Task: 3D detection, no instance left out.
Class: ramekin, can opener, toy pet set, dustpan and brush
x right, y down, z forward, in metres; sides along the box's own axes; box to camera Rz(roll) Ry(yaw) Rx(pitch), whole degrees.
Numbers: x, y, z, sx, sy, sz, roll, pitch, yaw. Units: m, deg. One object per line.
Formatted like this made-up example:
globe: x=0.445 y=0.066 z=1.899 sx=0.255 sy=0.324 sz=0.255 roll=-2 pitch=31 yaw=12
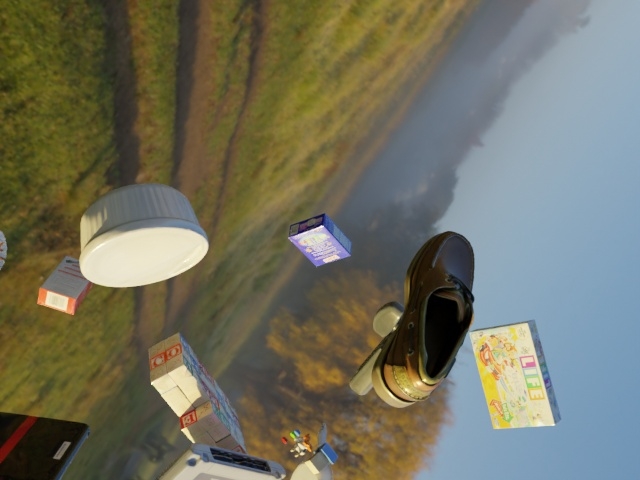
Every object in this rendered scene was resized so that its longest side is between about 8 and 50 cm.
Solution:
ramekin: x=-0.383 y=-0.014 z=1.587 sx=0.273 sy=0.127 sz=0.273 roll=-16 pitch=157 yaw=-7
can opener: x=0.128 y=0.213 z=1.517 sx=0.074 sy=0.093 sz=0.280 roll=-47 pitch=168 yaw=-46
toy pet set: x=-0.015 y=0.459 z=1.669 sx=0.065 sy=0.114 sz=0.122 roll=-37 pitch=174 yaw=-28
dustpan and brush: x=-0.014 y=0.531 z=1.729 sx=0.147 sy=0.060 sz=0.211 roll=-18 pitch=-117 yaw=47

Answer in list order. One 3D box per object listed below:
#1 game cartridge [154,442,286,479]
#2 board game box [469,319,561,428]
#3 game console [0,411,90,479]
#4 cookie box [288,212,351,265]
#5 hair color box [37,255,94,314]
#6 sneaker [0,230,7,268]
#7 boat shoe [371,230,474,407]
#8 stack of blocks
game cartridge: x=-0.239 y=0.552 z=1.670 sx=0.196 sy=0.294 sz=0.060 roll=-48 pitch=-136 yaw=11
board game box: x=0.293 y=0.204 z=1.127 sx=0.103 sy=0.154 sz=0.026 roll=-18 pitch=175 yaw=42
game console: x=-0.806 y=0.543 z=1.913 sx=0.386 sy=0.342 sz=0.060 roll=-108 pitch=-152 yaw=-80
cookie box: x=0.000 y=0.000 z=1.573 sx=0.092 sy=0.107 sz=0.040 roll=-18 pitch=-137 yaw=29
hair color box: x=-0.631 y=0.110 z=1.873 sx=0.167 sy=0.093 sz=0.053 roll=-79 pitch=-172 yaw=-62
sneaker: x=-0.704 y=0.066 z=1.482 sx=0.215 sy=0.083 sz=0.084 roll=-61 pitch=167 yaw=-4
boat shoe: x=0.178 y=0.099 z=1.067 sx=0.104 sy=0.111 sz=0.307 roll=-40 pitch=-160 yaw=51
stack of blocks: x=-0.291 y=0.384 z=1.768 sx=0.087 sy=0.297 sz=0.171 roll=-28 pitch=-148 yaw=-1
